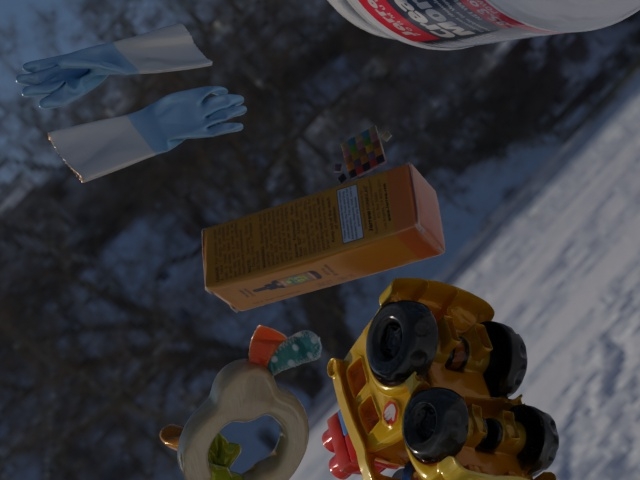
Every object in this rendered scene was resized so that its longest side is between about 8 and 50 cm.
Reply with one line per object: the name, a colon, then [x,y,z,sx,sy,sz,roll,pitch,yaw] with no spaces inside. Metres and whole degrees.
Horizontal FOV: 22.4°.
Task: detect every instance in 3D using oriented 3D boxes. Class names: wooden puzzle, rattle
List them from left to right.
rattle: [-0.075,0.134,1.475,0.143,0.130,0.199,-109,23,-63]
wooden puzzle: [0.050,-0.102,1.885,0.083,0.049,0.006,-27,-28,24]

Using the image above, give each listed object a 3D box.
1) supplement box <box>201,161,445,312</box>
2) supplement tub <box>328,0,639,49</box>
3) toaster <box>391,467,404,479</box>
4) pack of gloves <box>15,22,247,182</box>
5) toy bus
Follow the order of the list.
supplement box: [0.000,0.000,1.597,0.233,0.080,0.078,-18,-29,18]
supplement tub: [0.113,-0.231,1.114,0.191,0.191,0.272,-47,18,-14]
toaster: [0.160,0.338,1.822,0.110,0.168,0.185,34,-115,-71]
pack of gloves: [-0.206,-0.171,1.783,0.232,0.195,0.046,-20,-38,-29]
toy bus: [0.091,0.178,1.515,0.149,0.220,0.211,16,-50,-37]
